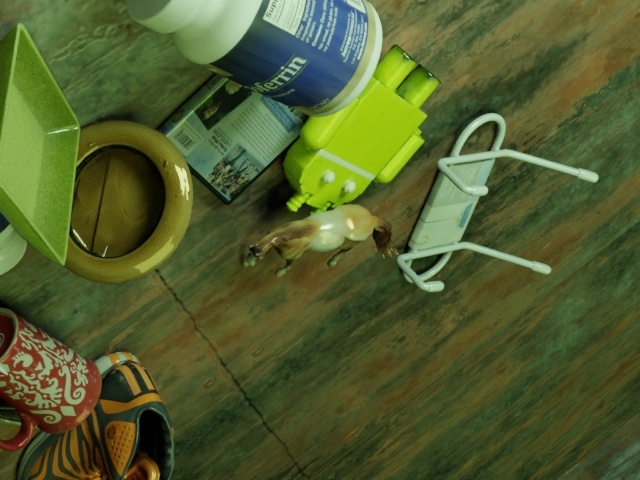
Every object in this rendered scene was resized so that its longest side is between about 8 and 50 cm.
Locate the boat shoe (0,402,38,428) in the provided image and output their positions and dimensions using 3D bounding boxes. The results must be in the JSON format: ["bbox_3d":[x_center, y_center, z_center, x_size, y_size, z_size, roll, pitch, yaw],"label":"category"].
[{"bbox_3d":[-0.413,0.236,1.366,0.137,0.049,0.043,20,71,-45],"label":"boat shoe"}]

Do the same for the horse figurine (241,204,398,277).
[{"bbox_3d":[0.000,0.000,1.423,0.263,0.066,0.174,-10,162,-21],"label":"horse figurine"}]

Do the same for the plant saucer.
[{"bbox_3d":[-0.309,-0.095,1.026,0.045,0.188,0.188,-4,152,5],"label":"plant saucer"}]

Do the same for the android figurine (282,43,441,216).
[{"bbox_3d":[0.052,-0.142,1.389,0.273,0.056,0.248,-50,151,10],"label":"android figurine"}]

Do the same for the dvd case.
[{"bbox_3d":[-0.077,-0.174,1.283,0.253,0.022,0.180,-44,145,1],"label":"dvd case"}]

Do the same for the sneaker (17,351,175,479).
[{"bbox_3d":[-0.325,0.333,1.427,0.125,0.180,0.321,7,121,-46],"label":"sneaker"}]

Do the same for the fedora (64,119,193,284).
[{"bbox_3d":[-0.242,-0.044,1.176,0.194,0.194,0.079,-38,179,-6],"label":"fedora"}]

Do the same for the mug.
[{"bbox_3d":[-0.377,0.180,1.265,0.113,0.150,0.169,-10,144,20],"label":"mug"}]

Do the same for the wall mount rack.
[{"bbox_3d":[0.291,-0.040,1.670,0.304,0.130,0.350,-10,134,-37],"label":"wall mount rack"}]

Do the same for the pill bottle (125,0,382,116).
[{"bbox_3d":[-0.071,-0.248,1.091,0.265,0.153,0.153,20,112,-40],"label":"pill bottle"}]

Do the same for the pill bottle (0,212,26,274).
[{"bbox_3d":[-0.383,-0.048,1.047,0.112,0.112,0.186,-31,143,-16],"label":"pill bottle"}]

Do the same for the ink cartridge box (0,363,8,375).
[{"bbox_3d":[-0.443,0.019,0.950,0.060,0.239,0.275,-40,144,-4],"label":"ink cartridge box"}]
